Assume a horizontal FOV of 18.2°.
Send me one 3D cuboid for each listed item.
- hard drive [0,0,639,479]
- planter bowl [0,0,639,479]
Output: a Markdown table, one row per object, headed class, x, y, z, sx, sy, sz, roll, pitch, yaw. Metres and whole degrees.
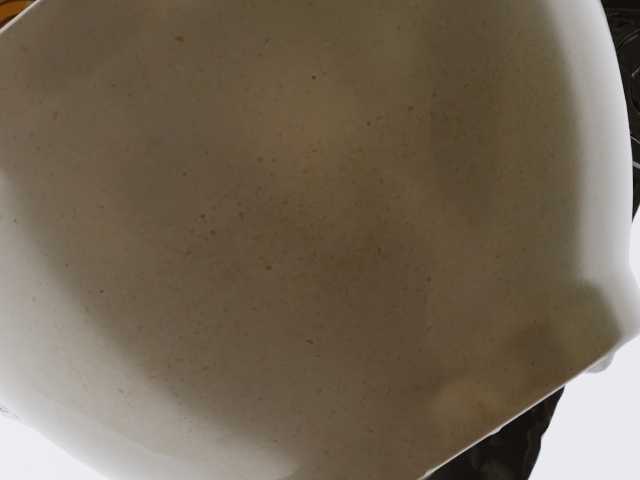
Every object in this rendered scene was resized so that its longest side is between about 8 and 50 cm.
| class | x | y | z | sx | sy | sz | roll | pitch | yaw |
| --- | --- | --- | --- | --- | --- | --- | --- | --- | --- |
| hard drive | -0.069 | -0.070 | 0.563 | 0.339 | 0.064 | 0.237 | 25 | -104 | -7 |
| planter bowl | 0.000 | 0.000 | 0.416 | 0.162 | 0.162 | 0.109 | -30 | -96 | -17 |
